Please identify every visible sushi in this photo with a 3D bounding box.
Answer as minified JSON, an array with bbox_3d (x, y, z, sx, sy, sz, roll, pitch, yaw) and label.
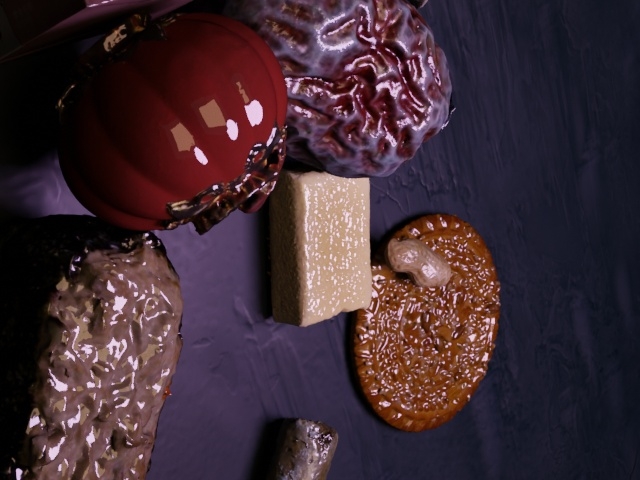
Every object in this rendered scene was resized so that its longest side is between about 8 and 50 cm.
[{"bbox_3d":[-0.244,0.148,1.136,0.211,0.170,0.350,10,90,-47],"label":"sushi"}]

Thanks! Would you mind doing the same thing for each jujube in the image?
[{"bbox_3d":[0.006,-0.202,1.289,0.317,0.226,0.226,33,74,-38],"label":"jujube"}]

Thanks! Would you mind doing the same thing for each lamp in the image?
[{"bbox_3d":[-0.131,-0.102,1.091,0.227,0.227,0.227,-9,103,-43],"label":"lamp"}]

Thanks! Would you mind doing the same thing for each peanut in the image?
[{"bbox_3d":[0.122,0.029,1.511,0.113,0.054,0.054,29,77,-37],"label":"peanut"}]

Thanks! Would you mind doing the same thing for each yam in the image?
[{"bbox_3d":[-0.036,0.302,1.434,0.078,0.078,0.179,25,80,-44],"label":"yam"}]

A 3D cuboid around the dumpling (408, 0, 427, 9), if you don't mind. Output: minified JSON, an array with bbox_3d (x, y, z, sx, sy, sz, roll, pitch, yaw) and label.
[{"bbox_3d":[0.060,-0.344,1.357,0.126,0.166,0.216,-27,119,-13],"label":"dumpling"}]

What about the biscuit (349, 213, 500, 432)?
[{"bbox_3d":[0.152,0.112,1.609,0.305,0.038,0.305,-9,103,-43],"label":"biscuit"}]

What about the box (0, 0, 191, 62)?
[{"bbox_3d":[-0.195,-0.243,1.080,0.215,0.215,0.086,-25,98,-40],"label":"box"}]

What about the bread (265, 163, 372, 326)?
[{"bbox_3d":[0.000,-0.001,1.422,0.125,0.068,0.188,-13,105,-42],"label":"bread"}]
